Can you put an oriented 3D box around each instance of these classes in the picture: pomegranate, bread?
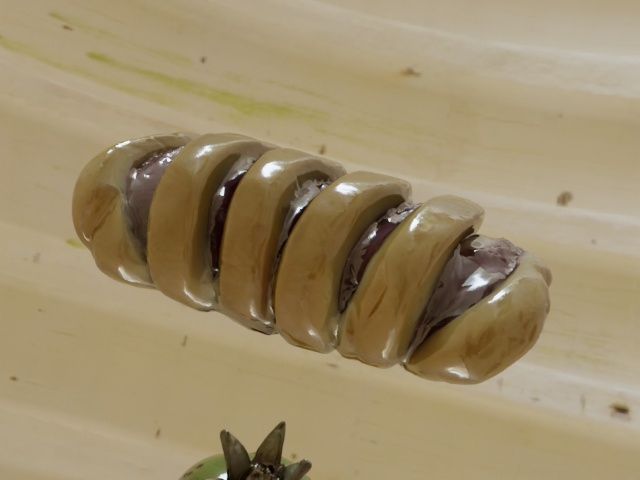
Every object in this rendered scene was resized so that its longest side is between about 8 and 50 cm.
[{"bbox_3d":[-0.067,0.260,0.754,0.181,0.181,0.224,-51,-22,-42],"label":"pomegranate"},{"bbox_3d":[0.000,0.000,0.406,0.134,0.225,0.081,-14,-62,-69],"label":"bread"}]
